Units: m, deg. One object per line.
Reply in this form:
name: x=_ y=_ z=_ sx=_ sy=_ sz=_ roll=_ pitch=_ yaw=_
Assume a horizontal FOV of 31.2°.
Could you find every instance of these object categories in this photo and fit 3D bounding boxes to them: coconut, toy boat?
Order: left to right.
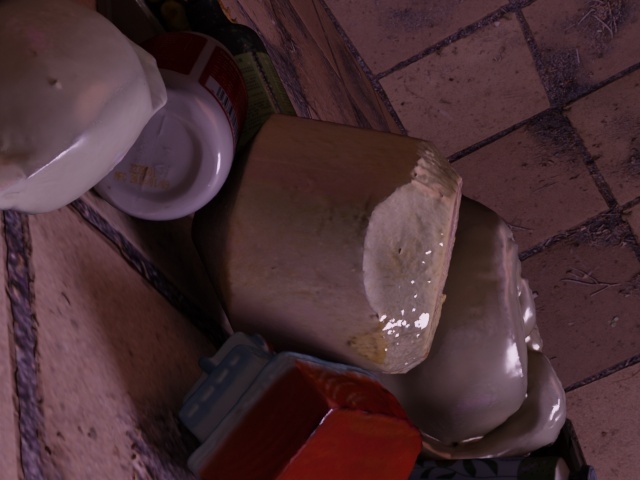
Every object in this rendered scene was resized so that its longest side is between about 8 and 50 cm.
toy boat: x=-0.015 y=0.160 z=0.976 sx=0.133 sy=0.145 sz=0.332 roll=39 pitch=0 yaw=25
coconut: x=0.000 y=0.000 z=1.069 sx=0.239 sy=0.244 sz=0.239 roll=11 pitch=90 yaw=-81

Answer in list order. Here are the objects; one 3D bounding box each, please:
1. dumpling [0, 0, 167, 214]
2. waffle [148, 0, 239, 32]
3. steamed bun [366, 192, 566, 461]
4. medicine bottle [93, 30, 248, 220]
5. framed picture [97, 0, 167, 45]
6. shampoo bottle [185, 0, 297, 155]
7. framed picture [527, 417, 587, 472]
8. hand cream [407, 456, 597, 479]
dumpling: x=-0.211 y=-0.107 z=0.771 sx=0.179 sy=0.131 sz=0.252 roll=43 pitch=35 yaw=-5
waffle: x=-0.172 y=-0.319 z=1.537 sx=0.301 sy=0.058 sz=0.282 roll=57 pitch=14 yaw=-37
steamed bun: x=0.105 y=0.115 z=1.301 sx=0.367 sy=0.255 sz=0.343 roll=175 pitch=-108 yaw=-82
medicine bottle: x=-0.134 y=-0.114 z=1.042 sx=0.131 sy=0.131 sz=0.250 roll=60 pitch=11 yaw=-18
framed picture: x=-0.183 y=-0.202 z=1.320 sx=0.250 sy=0.016 sz=0.184 roll=54 pitch=14 yaw=-42
shampoo bottle: x=-0.096 y=-0.178 z=1.359 sx=0.284 sy=0.101 sz=0.101 roll=65 pitch=11 yaw=11
framed picture: x=0.204 y=0.343 z=1.246 sx=0.019 sy=0.281 sz=0.209 roll=30 pitch=20 yaw=-9
hand cream: x=0.136 y=0.245 z=1.143 sx=0.091 sy=0.271 sz=0.058 roll=49 pitch=43 yaw=-51
